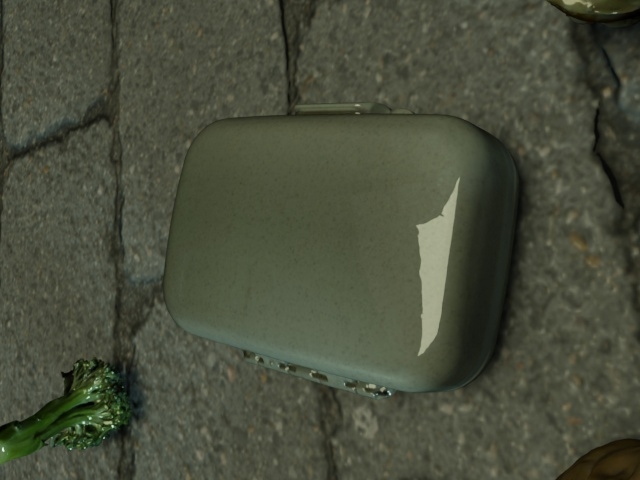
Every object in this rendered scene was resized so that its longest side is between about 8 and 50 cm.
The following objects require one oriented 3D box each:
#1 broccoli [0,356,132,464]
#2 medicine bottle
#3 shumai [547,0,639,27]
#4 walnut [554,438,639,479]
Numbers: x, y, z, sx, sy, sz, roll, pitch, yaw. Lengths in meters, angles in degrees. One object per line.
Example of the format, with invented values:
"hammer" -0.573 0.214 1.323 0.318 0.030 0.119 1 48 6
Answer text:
"broccoli" -0.325 0.224 0.842 0.123 0.204 0.118 -9 94 24
"medicine bottle" 0.000 0.000 0.680 0.375 0.123 0.282 7 85 38
"shumai" 0.237 -0.251 0.549 0.210 0.161 0.152 -8 100 13
"walnut" 0.227 0.224 0.426 0.213 0.213 0.213 -7 78 36
